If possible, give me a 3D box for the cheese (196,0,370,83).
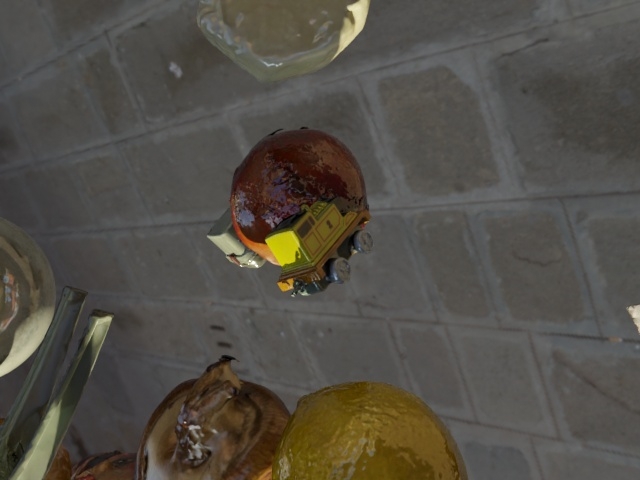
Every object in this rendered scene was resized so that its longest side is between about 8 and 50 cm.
[{"bbox_3d":[-0.067,-0.452,1.374,0.115,0.326,0.318,94,169,-83],"label":"cheese"}]

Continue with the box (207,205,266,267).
[{"bbox_3d":[-0.183,-0.018,1.836,0.129,0.148,0.210,42,167,-15],"label":"box"}]

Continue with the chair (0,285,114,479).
[{"bbox_3d":[-0.243,0.161,0.515,0.203,0.190,0.275,12,88,65],"label":"chair"}]

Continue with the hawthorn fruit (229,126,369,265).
[{"bbox_3d":[-0.046,-0.098,1.542,0.316,0.316,0.316,28,133,34],"label":"hawthorn fruit"}]

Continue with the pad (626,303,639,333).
[{"bbox_3d":[0.677,0.219,1.237,0.220,0.004,0.330,-13,118,44],"label":"pad"}]

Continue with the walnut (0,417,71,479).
[{"bbox_3d":[-0.413,0.313,0.969,0.167,0.167,0.207,52,171,8],"label":"walnut"}]

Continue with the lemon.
[{"bbox_3d":[0.069,0.333,1.035,0.293,0.293,0.293,28,133,34],"label":"lemon"}]

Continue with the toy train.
[{"bbox_3d":[0.000,0.000,1.147,0.089,0.219,0.127,-18,112,42],"label":"toy train"}]

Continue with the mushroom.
[{"bbox_3d":[-0.215,0.372,1.348,0.345,0.345,0.259,11,154,44],"label":"mushroom"}]

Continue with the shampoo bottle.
[{"bbox_3d":[-0.647,0.103,1.349,0.317,0.322,0.322,-11,106,62],"label":"shampoo bottle"}]

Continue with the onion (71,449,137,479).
[{"bbox_3d":[-0.394,0.516,1.555,0.272,0.195,0.272,16,156,7],"label":"onion"}]
